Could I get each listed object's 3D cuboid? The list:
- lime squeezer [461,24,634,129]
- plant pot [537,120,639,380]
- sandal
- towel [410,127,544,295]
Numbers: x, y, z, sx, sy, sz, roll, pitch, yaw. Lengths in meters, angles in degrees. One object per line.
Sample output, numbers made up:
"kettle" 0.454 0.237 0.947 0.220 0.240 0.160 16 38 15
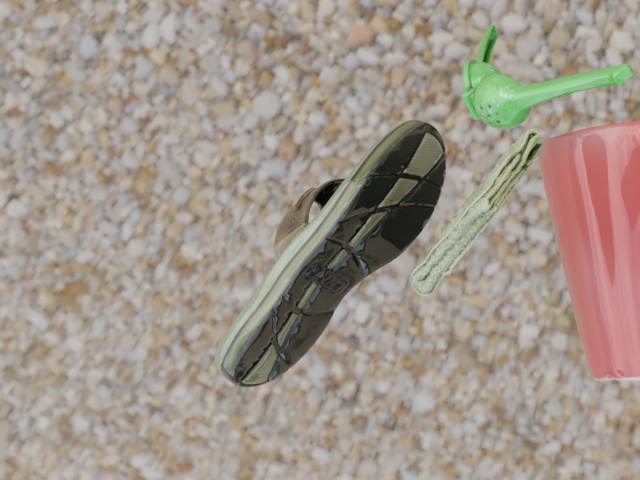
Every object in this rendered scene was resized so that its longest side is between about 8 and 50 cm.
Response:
"lime squeezer" 0.182 -0.162 1.490 0.059 0.310 0.110 41 90 -21
"plant pot" 0.358 0.014 1.520 0.275 0.275 0.243 -4 86 21
"sandal" -0.002 0.000 1.418 0.303 0.086 0.120 -47 142 -3
"towel" 0.128 -0.023 1.265 0.027 0.110 0.148 37 141 4
